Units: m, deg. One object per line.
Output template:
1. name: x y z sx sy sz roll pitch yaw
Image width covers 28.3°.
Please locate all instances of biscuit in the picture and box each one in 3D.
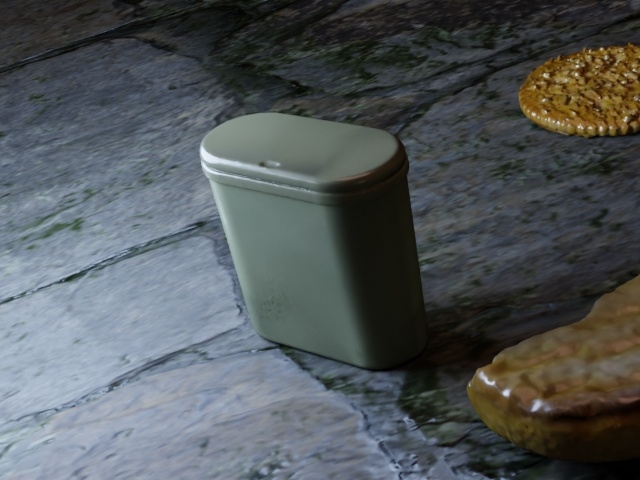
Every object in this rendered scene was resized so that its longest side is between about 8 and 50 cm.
1. biscuit: 0.400 -0.215 1.778 0.254 0.035 0.254 -9 32 6
2. biscuit: 0.290 0.128 1.219 0.274 0.091 0.213 -21 30 -16

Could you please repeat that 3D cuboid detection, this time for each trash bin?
1. trash bin: 0.000 0.000 1.378 0.243 0.247 0.121 12 39 36
